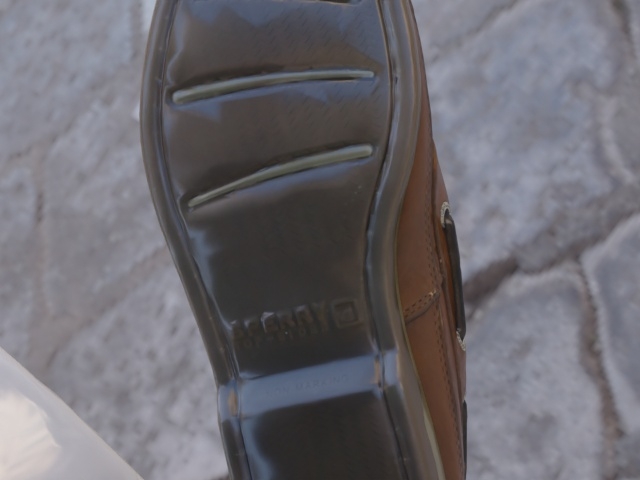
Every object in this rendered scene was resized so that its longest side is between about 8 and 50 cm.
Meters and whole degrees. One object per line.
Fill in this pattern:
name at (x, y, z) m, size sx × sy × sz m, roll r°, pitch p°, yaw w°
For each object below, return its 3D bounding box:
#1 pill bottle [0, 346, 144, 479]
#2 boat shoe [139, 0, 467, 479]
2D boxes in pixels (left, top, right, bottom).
pill bottle at (-0.213, 0.188, 0.451) m, size 0.392 × 0.224 × 0.224 m, roll -49°, pitch 31°, yaw -18°
boat shoe at (0.000, 0.000, 0.723) m, size 0.111 × 0.104 × 0.307 m, roll -3°, pitch 93°, yaw 16°
